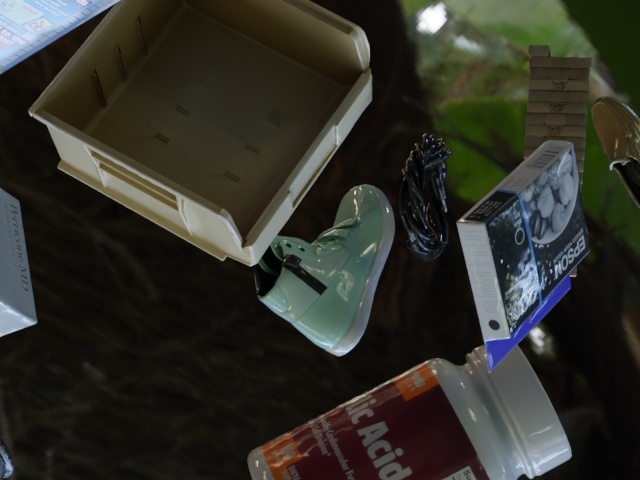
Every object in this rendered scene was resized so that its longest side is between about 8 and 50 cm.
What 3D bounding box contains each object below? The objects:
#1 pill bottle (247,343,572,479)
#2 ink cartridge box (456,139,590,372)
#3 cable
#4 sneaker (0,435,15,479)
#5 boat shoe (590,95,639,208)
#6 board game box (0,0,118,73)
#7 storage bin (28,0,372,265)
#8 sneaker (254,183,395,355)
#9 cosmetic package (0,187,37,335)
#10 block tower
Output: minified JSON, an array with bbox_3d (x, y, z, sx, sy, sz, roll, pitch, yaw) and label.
[{"bbox_3d":[0.120,0.296,1.998,0.392,0.224,0.224,-27,-149,-2],"label":"pill bottle"},{"bbox_3d":[0.246,0.020,1.746,0.045,0.208,0.206,9,-145,38],"label":"ink cartridge box"},{"bbox_3d":[0.134,-0.056,1.821,0.047,0.184,0.151,8,-102,17],"label":"cable"},{"bbox_3d":[-0.397,0.118,1.240,0.146,0.330,0.122,-46,-151,-11],"label":"sneaker"},{"bbox_3d":[0.437,-0.122,2.127,0.072,0.190,0.068,-19,160,-41],"label":"boat shoe"},{"bbox_3d":[-0.131,-0.202,0.833,0.194,0.060,0.194,-9,-117,39],"label":"board game box"},{"bbox_3d":[-0.116,-0.146,1.580,0.260,0.123,0.262,29,-112,15],"label":"storage bin"},{"bbox_3d":[0.000,0.000,1.804,0.094,0.151,0.256,-36,-151,40],"label":"sneaker"},{"bbox_3d":[-0.304,-0.009,1.103,0.085,0.231,0.117,-20,-114,14],"label":"cosmetic package"},{"bbox_3d":[0.345,-0.116,2.202,0.091,0.097,0.336,10,82,-81],"label":"block tower"}]
